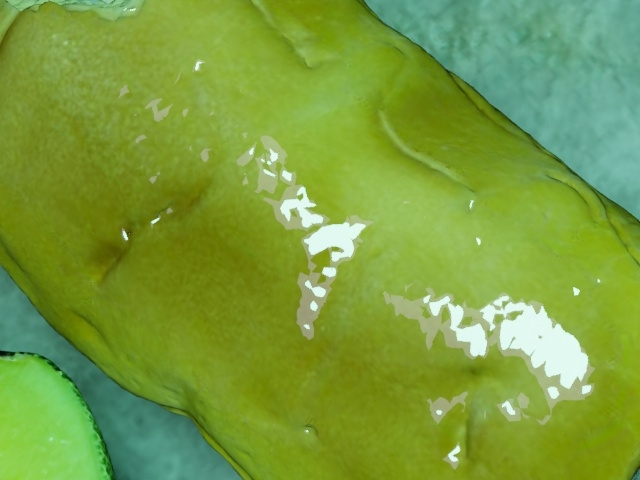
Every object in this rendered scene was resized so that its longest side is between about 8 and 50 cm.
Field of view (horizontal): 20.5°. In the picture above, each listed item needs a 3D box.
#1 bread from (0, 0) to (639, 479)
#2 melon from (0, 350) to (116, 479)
[{"bbox_3d":[-0.003,0.002,0.745,0.344,0.149,0.195,38,91,15],"label":"bread"},{"bbox_3d":[-0.184,0.130,0.792,0.265,0.129,0.169,20,67,18],"label":"melon"}]
